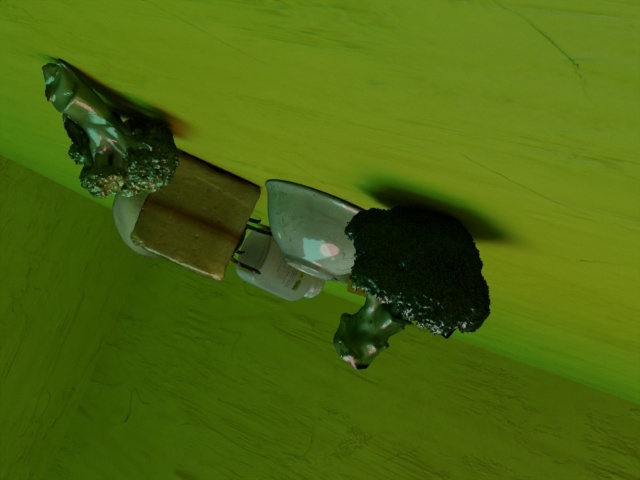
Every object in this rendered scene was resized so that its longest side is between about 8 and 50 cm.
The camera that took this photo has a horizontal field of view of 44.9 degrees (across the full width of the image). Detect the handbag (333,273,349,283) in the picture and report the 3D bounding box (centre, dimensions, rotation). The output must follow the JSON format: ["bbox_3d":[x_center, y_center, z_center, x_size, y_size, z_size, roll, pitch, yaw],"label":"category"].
[{"bbox_3d":[-0.029,0.041,2.302,0.219,0.079,0.256,22,172,30],"label":"handbag"}]

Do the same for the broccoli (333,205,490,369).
[{"bbox_3d":[0.137,0.075,1.327,0.298,0.297,0.297,36,-158,-17],"label":"broccoli"}]

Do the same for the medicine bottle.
[{"bbox_3d":[-0.116,0.088,2.463,0.124,0.179,0.324,15,171,40],"label":"medicine bottle"}]

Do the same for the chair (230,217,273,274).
[{"bbox_3d":[-0.252,-0.020,2.164,0.213,0.174,0.149,22,-169,-27],"label":"chair"}]

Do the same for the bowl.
[{"bbox_3d":[0.000,0.000,1.651,0.314,0.146,0.313,21,172,3],"label":"bowl"}]

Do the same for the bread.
[{"bbox_3d":[-0.304,-0.047,1.854,0.245,0.233,0.362,24,173,-12],"label":"bread"}]

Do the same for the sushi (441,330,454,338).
[{"bbox_3d":[0.251,0.110,1.900,0.273,0.134,0.109,36,172,49],"label":"sushi"}]

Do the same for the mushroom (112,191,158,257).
[{"bbox_3d":[-0.421,-0.083,2.054,0.234,0.253,0.260,-17,-160,-31],"label":"mushroom"}]

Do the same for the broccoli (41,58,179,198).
[{"bbox_3d":[-0.384,-0.164,1.435,0.254,0.186,0.302,31,180,7],"label":"broccoli"}]

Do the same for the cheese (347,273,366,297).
[{"bbox_3d":[0.170,0.087,2.092,0.171,0.126,0.093,3,-174,-33],"label":"cheese"}]
